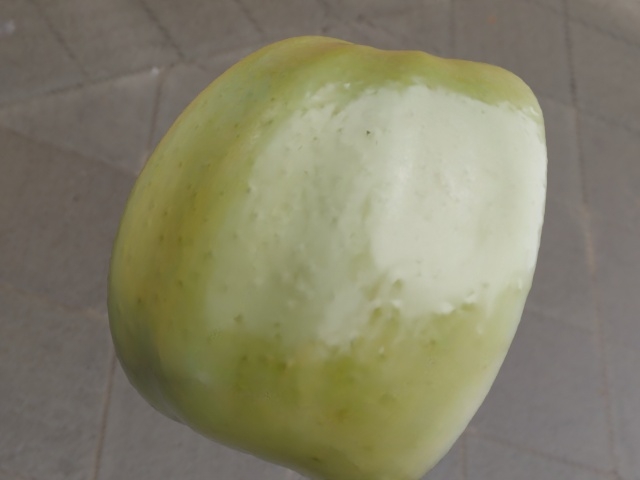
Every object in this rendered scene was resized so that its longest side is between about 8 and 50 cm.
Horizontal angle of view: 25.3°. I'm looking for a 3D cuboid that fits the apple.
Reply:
[{"bbox_3d":[0.000,0.000,1.153,0.320,0.311,0.360,21,86,2],"label":"apple"}]
